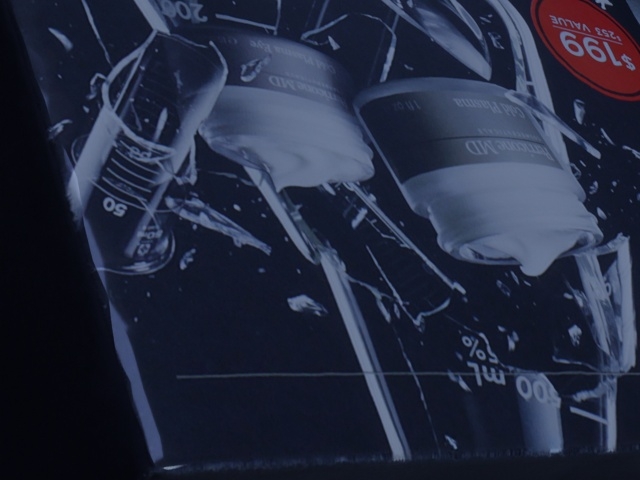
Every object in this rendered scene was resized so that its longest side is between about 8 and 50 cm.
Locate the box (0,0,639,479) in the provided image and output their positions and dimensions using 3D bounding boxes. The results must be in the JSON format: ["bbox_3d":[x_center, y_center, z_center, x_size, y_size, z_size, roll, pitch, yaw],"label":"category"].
[{"bbox_3d":[0.000,0.000,0.657,0.343,0.179,0.312,2,53,-36],"label":"box"}]
